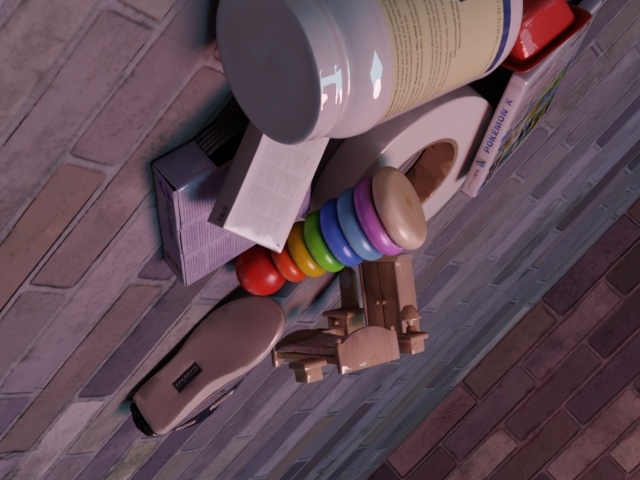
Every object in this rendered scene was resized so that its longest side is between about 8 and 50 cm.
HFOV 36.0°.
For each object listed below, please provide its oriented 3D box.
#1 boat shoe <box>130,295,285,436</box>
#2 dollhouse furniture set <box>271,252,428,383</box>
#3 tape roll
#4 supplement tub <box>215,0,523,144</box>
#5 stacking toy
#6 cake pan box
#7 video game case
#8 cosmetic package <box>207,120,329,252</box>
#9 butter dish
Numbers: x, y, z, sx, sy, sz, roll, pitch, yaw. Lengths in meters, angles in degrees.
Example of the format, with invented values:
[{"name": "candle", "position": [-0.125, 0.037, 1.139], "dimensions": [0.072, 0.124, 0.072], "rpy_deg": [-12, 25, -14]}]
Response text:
[{"name": "boat shoe", "position": [-0.188, 0.227, 1.816], "dimensions": [0.340, 0.127, 0.158], "rpy_deg": [-38, 164, 8]}, {"name": "dollhouse furniture set", "position": [0.006, 0.132, 1.810], "dimensions": [0.355, 0.174, 0.303], "rpy_deg": [-9, -177, -40]}, {"name": "tape roll", "position": [0.149, -0.126, 1.780], "dimensions": [0.392, 0.072, 0.392], "rpy_deg": [-33, 155, -18]}, {"name": "supplement tub", "position": [0.061, -0.264, 1.203], "dimensions": [0.324, 0.235, 0.235], "rpy_deg": [-27, 152, -31]}, {"name": "stacking toy", "position": [0.000, 0.000, 1.612], "dimensions": [0.330, 0.141, 0.141], "rpy_deg": [-22, 164, 23]}, {"name": "cake pan box", "position": [-0.122, -0.076, 1.448], "dimensions": [0.245, 0.070, 0.267], "rpy_deg": [-35, 155, -22]}, {"name": "video game case", "position": [0.395, -0.272, 1.852], "dimensions": [0.329, 0.036, 0.300], "rpy_deg": [-46, 163, -37]}, {"name": "cosmetic package", "position": [-0.057, -0.113, 1.328], "dimensions": [0.098, 0.060, 0.239], "rpy_deg": [25, 87, -30]}, {"name": "butter dish", "position": [0.319, -0.368, 1.575], "dimensions": [0.160, 0.160, 0.118], "rpy_deg": [-40, 134, -7]}]
